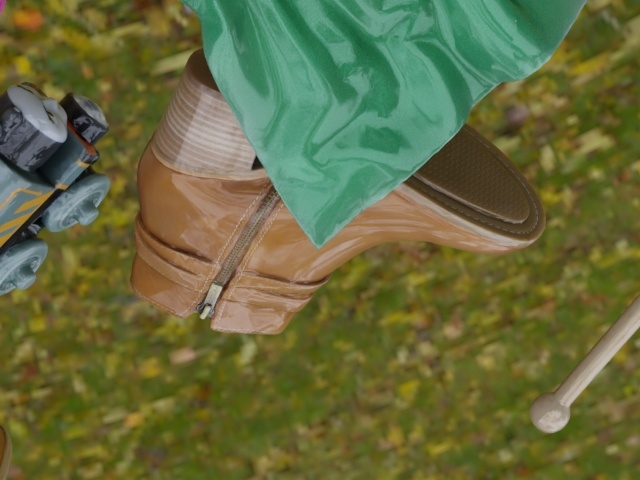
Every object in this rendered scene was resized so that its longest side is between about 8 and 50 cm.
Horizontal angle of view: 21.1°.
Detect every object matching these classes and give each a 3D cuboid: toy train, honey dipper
[{"bbox_3d":[-0.336,-0.012,1.577,0.334,0.142,0.190,-43,168,9],"label":"toy train"},{"bbox_3d":[0.145,0.024,0.743,0.030,0.030,0.161,19,114,-48],"label":"honey dipper"}]

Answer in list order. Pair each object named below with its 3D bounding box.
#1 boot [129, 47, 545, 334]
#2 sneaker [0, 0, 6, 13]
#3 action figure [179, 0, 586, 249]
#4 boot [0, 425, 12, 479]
[{"bbox_3d":[0.000,0.000,1.245,0.283,0.109,0.220,17,129,-5],"label":"boot"},{"bbox_3d":[-0.337,-0.226,1.183,0.111,0.252,0.103,-26,-165,40],"label":"sneaker"},{"bbox_3d":[-0.024,-0.125,0.600,0.137,0.063,0.232,-44,115,-6],"label":"action figure"},{"bbox_3d":[-0.354,0.158,1.257,0.104,0.295,0.211,-31,107,26],"label":"boot"}]
